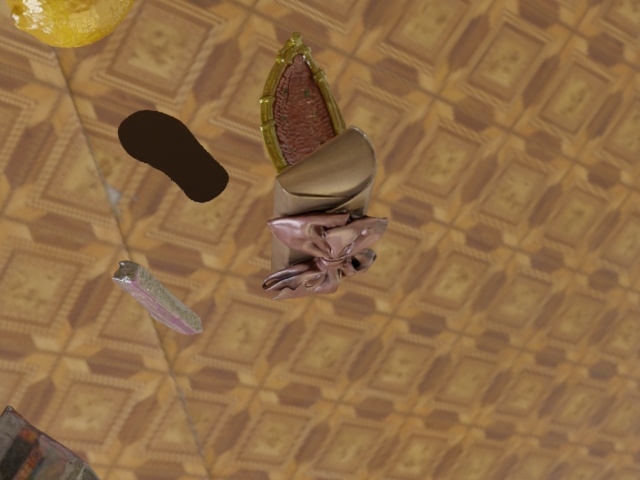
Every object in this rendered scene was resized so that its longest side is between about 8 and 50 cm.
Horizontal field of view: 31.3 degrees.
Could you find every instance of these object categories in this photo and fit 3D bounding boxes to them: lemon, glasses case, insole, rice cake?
[{"bbox_3d":[-0.268,-0.294,1.255,0.187,0.142,0.142,-53,138,-17],"label":"lemon"},{"bbox_3d":[0.000,0.000,0.932,0.102,0.070,0.193,-35,161,-18],"label":"glasses case"},{"bbox_3d":[-0.192,-0.114,1.492,0.080,0.232,0.003,-45,140,-9],"label":"insole"},{"bbox_3d":[-0.225,0.085,1.608,0.036,0.047,0.207,-66,151,-19],"label":"rice cake"}]

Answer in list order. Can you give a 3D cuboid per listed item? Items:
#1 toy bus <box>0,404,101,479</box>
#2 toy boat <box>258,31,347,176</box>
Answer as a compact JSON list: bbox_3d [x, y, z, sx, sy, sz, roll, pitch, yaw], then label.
[{"bbox_3d":[-0.287,0.263,1.022,0.112,0.138,0.317,-61,-174,-34],"label":"toy bus"},{"bbox_3d":[-0.017,-0.154,1.711,0.141,0.318,0.099,-6,156,-18],"label":"toy boat"}]
